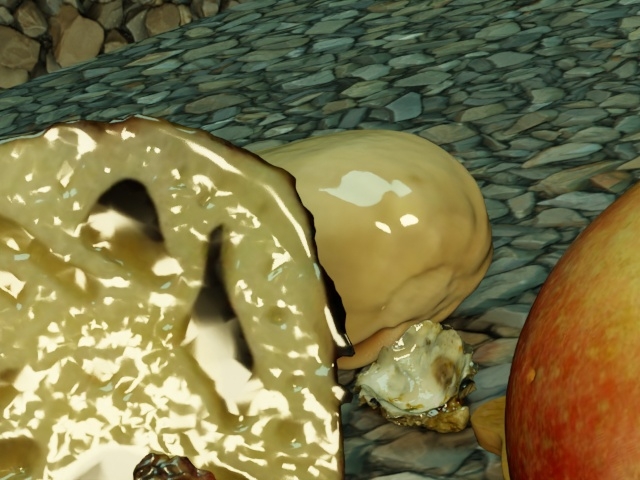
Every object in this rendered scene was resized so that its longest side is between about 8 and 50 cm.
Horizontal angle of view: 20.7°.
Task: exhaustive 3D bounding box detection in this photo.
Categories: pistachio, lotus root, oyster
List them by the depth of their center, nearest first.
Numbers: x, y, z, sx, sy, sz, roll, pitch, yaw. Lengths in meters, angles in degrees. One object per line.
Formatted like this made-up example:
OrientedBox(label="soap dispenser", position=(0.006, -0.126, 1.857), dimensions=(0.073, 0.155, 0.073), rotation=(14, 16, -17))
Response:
OrientedBox(label="lotus root", position=(-0.151, 0.100, 1.214), dimensions=(0.390, 0.375, 0.111), rotation=(-54, -7, -14))
OrientedBox(label="oyster", position=(0.082, 0.119, 1.396), dimensions=(0.103, 0.051, 0.148), rotation=(-32, 18, 2))
OrientedBox(label="pistachio", position=(0.000, 0.000, 1.561), dimensions=(0.318, 0.193, 0.213), rotation=(5, 70, 31))

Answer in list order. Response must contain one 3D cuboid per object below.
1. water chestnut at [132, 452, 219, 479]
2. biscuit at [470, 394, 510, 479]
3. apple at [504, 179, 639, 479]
OrientedBox(label="water chestnut", position=(-0.043, 0.224, 0.911), dimensions=(0.224, 0.238, 0.223), rotation=(-23, 13, 6))
OrientedBox(label="biscuit", position=(0.180, 0.179, 1.154), dimensions=(0.216, 0.047, 0.339), rotation=(-12, 19, 10))
OrientedBox(label="apple", position=(0.251, 0.108, 0.841), dimensions=(0.348, 0.348, 0.277), rotation=(-26, -9, -32))
